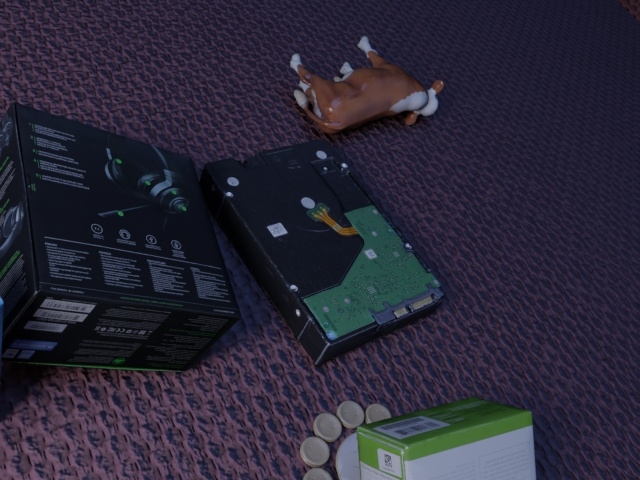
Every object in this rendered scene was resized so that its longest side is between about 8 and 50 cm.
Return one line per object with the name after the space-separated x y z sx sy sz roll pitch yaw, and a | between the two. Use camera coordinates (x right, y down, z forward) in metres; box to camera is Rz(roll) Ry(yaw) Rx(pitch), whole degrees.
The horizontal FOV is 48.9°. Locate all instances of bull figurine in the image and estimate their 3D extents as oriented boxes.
0.085 -0.284 1.313 0.310 0.101 0.188 -22 59 -40 | bull figurine

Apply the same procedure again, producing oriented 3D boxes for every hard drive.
0.000 0.000 1.044 0.237 0.064 0.339 -19 60 -36 | hard drive

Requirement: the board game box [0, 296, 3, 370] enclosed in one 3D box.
-0.426 0.163 0.577 0.064 0.242 0.316 45 48 15 | board game box

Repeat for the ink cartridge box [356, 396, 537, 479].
0.149 0.327 0.798 0.189 0.097 0.255 -5 92 -31 | ink cartridge box

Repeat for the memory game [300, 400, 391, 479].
0.062 0.280 0.860 0.186 0.012 0.186 13 47 -14 | memory game

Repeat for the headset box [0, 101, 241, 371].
-0.258 -0.005 0.828 0.246 0.131 0.283 13 43 -44 | headset box
